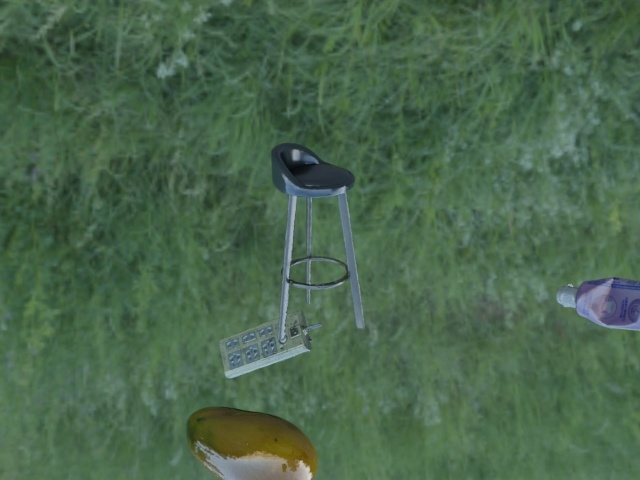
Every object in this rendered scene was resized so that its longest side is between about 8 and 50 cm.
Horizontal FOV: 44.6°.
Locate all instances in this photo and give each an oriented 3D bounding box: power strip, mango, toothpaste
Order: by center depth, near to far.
[{"bbox_3d":[0.451,0.088,1.041,0.048,0.075,0.301,-23,-163,-36],"label":"toothpaste"},{"bbox_3d":[-0.117,0.368,1.348,0.255,0.139,0.175,8,135,41],"label":"mango"},{"bbox_3d":[-0.110,0.225,1.721,0.268,0.092,0.034,-22,157,24],"label":"power strip"}]

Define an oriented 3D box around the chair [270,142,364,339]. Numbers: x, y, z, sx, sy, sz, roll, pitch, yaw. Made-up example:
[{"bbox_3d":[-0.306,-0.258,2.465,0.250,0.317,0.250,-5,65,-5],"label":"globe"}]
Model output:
[{"bbox_3d":[-0.001,0.000,0.892,0.095,0.221,0.104,2,-157,15],"label":"chair"}]
